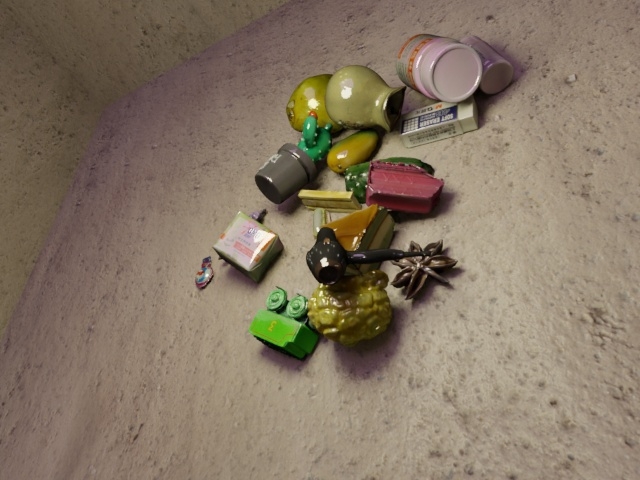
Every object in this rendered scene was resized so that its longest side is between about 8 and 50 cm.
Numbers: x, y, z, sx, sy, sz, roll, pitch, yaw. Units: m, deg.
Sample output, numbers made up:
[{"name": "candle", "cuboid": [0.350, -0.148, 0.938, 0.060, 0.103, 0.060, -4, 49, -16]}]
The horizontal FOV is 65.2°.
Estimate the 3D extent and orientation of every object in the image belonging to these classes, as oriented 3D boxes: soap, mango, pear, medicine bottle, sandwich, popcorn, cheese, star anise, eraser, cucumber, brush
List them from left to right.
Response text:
[{"name": "cheese", "cuboid": [-0.475, 0.129, 2.054, 0.095, 0.038, 0.145, -19, 47, 22]}, {"name": "soap", "cuboid": [-0.270, 0.023, 1.883, 0.199, 0.138, 0.182, 31, 74, 19]}, {"name": "brush", "cuboid": [-0.002, 0.000, 1.811, 0.072, 0.067, 0.313, -19, 49, 21]}, {"name": "pear", "cuboid": [0.009, -0.578, 2.153, 0.321, 0.269, 0.269, -31, 40, -18]}, {"name": "soap", "cuboid": [0.033, -0.147, 1.884, 0.252, 0.092, 0.037, 6, 57, 38]}, {"name": "sandwich", "cuboid": [0.106, -0.004, 1.664, 0.198, 0.155, 0.227, 12, 63, 41]}, {"name": "popcorn", "cuboid": [0.095, 0.186, 1.467, 0.237, 0.206, 0.252, 26, 80, 32]}, {"name": "mango", "cuboid": [0.136, -0.356, 1.977, 0.251, 0.114, 0.156, -33, 21, -14]}, {"name": "cucumber", "cuboid": [0.236, -0.224, 1.802, 0.325, 0.105, 0.145, -4, 53, 30]}, {"name": "soap", "cuboid": [0.277, -0.174, 1.647, 0.249, 0.099, 0.162, 7, 45, 4]}, {"name": "star anise", "cuboid": [0.302, 0.075, 1.521, 0.212, 0.073, 0.197, -26, 48, 11]}, {"name": "medicine bottle", "cuboid": [0.431, -0.641, 1.856, 0.219, 0.219, 0.388, -33, 27, 8]}, {"name": "eraser", "cuboid": [0.434, -0.441, 1.852, 0.278, 0.081, 0.124, -11, 50, 28]}, {"name": "medicine bottle", "cuboid": [0.607, -0.664, 1.879, 0.133, 0.133, 0.250, -29, 45, 12]}]

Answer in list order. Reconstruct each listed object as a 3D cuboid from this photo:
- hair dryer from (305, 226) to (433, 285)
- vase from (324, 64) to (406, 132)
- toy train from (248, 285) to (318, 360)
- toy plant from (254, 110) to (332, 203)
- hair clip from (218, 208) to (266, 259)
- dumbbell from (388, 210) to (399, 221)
[{"name": "hair dryer", "cuboid": [0.139, 0.034, 1.440, 0.359, 0.120, 0.304, -2, 19, 3]}, {"name": "vase", "cuboid": [0.201, -0.527, 1.937, 0.302, 0.329, 0.241, 22, 100, 25]}, {"name": "toy train", "cuboid": [-0.104, 0.267, 1.613, 0.243, 0.132, 0.188, 10, 67, 43]}, {"name": "toy plant", "cuboid": [-0.075, -0.329, 1.972, 0.185, 0.279, 0.400, 25, 60, 37]}, {"name": "hair clip", "cuboid": [-0.312, -0.029, 2.045, 0.292, 0.084, 0.106, -57, 21, -22]}, {"name": "dumbbell", "cuboid": [0.271, -0.119, 1.721, 0.118, 0.052, 0.046, -56, 4, -16]}]
